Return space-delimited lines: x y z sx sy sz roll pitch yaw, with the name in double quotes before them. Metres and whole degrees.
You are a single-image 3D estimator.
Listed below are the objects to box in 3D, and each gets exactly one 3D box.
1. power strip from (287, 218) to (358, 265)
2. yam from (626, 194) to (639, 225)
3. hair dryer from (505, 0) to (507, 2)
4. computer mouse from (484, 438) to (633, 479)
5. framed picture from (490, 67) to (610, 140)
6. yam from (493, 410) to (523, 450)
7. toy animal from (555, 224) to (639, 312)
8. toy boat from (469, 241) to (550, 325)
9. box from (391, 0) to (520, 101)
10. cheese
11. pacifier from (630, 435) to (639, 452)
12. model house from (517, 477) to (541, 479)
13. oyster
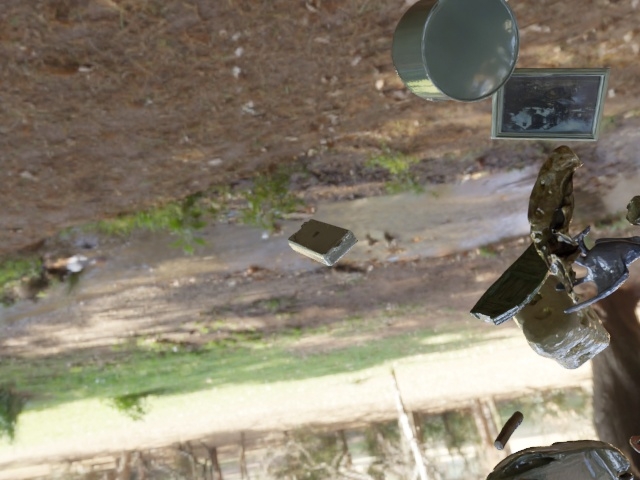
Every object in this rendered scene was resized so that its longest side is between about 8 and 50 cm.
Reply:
"power strip" 0.000 0.000 1.345 0.081 0.035 0.192 -44 -153 -14
"yam" 0.760 -0.058 1.244 0.318 0.071 0.067 0 134 6
"hair dryer" 0.430 -0.629 1.667 0.167 0.067 0.199 -38 -164 -27
"computer mouse" 0.562 0.610 1.583 0.429 0.228 0.145 -4 174 -16
"framed picture" 0.623 -0.368 1.779 0.297 0.019 0.232 4 134 17
"yam" 0.456 0.460 1.565 0.032 0.032 0.145 -24 -179 39
"toy animal" 0.577 0.050 1.290 0.239 0.176 0.255 -39 161 -36
"toy boat" 0.434 0.087 1.392 0.293 0.055 0.093 -42 -145 -27
"box" 0.280 -0.406 1.356 0.226 0.226 0.149 -4 -166 -17
"cheese" 0.595 0.197 1.667 0.173 0.247 0.251 -48 147 22
"pacifier" 0.665 0.429 1.283 0.099 0.077 0.082 23 -159 40
"model house" 0.436 0.569 1.193 0.183 0.172 0.166 -45 -167 -33
"oyster" 0.435 -0.025 1.182 0.094 0.294 0.166 5 140 7
